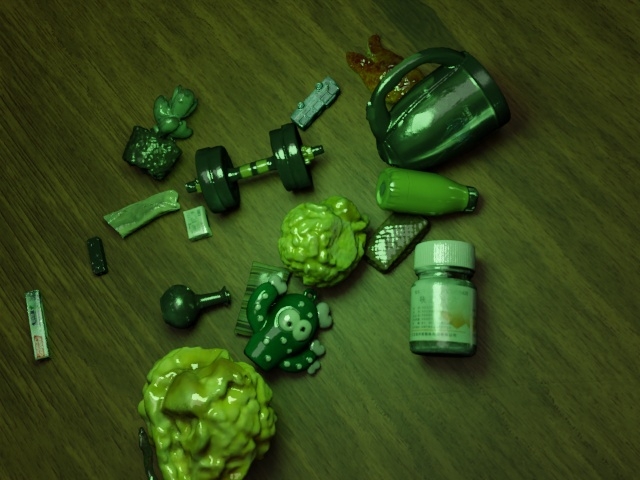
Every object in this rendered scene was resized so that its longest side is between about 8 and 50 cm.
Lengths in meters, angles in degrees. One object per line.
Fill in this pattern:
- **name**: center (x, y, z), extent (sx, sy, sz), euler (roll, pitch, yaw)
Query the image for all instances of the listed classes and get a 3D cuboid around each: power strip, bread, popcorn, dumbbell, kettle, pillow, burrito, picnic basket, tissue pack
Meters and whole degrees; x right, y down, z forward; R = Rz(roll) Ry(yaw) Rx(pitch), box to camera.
- **power strip**: center (-0.633, 0.045, 1.868), extent (0.038, 0.029, 0.111), euler (-19, 72, 5)
- **bread**: center (0.180, -0.475, 1.833), extent (0.139, 0.095, 0.269), euler (-37, 69, -9)
- **popcorn**: center (0.000, 0.000, 1.685), extent (0.212, 0.259, 0.259), euler (-1, 73, 44)
- **dumbbell**: center (-0.178, -0.194, 1.776), extent (0.388, 0.185, 0.185), euler (-15, 74, 4)
- **kettle**: center (0.272, -0.328, 1.682), extent (0.324, 0.321, 0.228), euler (-36, 39, 5)
- **popcorn**: center (-0.286, 0.433, 1.550), extent (0.349, 0.349, 0.381), euler (16, 43, 13)
- **pillow**: center (-0.155, 0.161, 1.757), extent (0.113, 0.038, 0.203), euler (12, 77, 12)
- **burrito**: center (-0.504, -0.076, 1.860), extent (0.226, 0.060, 0.087), euler (-24, 69, 4)
- **picnic basket**: center (0.197, -0.009, 1.735), extent (0.110, 0.055, 0.193), euler (41, 84, 16)
- **tissue pack**: center (-0.344, -0.047, 1.837), extent (0.062, 0.042, 0.083), euler (-17, 74, 3)

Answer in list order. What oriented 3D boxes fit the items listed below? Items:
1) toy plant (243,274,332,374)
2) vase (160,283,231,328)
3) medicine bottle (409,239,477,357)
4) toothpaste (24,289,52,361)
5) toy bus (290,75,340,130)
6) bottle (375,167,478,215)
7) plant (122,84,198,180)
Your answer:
- **toy plant**: center (-0.085, 0.222, 1.680), extent (0.233, 0.112, 0.243), euler (18, 81, -19)
- **vase**: center (-0.330, 0.167, 1.753), extent (0.183, 0.120, 0.120), euler (-11, 74, -10)
- **medicine bottle**: center (0.304, 0.147, 1.620), extent (0.165, 0.165, 0.273), euler (1, 78, 9)
- **toothpaste**: center (-0.789, 0.239, 1.840), extent (0.040, 0.047, 0.196), euler (-14, 74, -9)
- **toy bus**: center (-0.014, -0.388, 1.867), extent (0.065, 0.047, 0.166), euler (43, 87, 11)
- **bottle**: center (0.278, -0.119, 1.688), extent (0.260, 0.112, 0.112), euler (6, 76, -16)
- **plant**: center (-0.439, -0.308, 1.863), extent (0.146, 0.149, 0.274), euler (12, 70, 50)
